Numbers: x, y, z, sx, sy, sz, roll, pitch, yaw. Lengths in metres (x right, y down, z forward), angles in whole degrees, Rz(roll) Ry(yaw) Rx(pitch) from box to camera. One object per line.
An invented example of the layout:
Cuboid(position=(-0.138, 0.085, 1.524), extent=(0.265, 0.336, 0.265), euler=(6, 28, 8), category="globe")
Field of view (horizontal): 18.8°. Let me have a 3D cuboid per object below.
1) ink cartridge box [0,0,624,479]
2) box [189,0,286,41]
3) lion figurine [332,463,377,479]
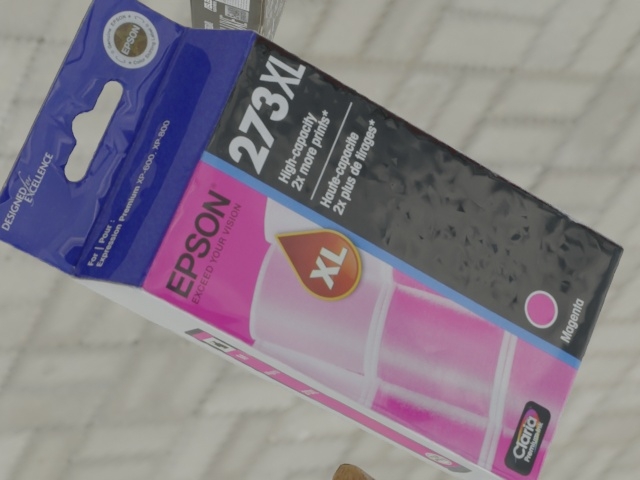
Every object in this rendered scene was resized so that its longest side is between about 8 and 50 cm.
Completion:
Cuboid(position=(0.000, 0.000, 1.171), extent=(0.371, 0.176, 0.069), euler=(28, 163, -17), category="ink cartridge box")
Cuboid(position=(-0.049, -0.308, 1.812), extent=(0.307, 0.076, 0.242), euler=(106, 3, -81), category="box")
Cuboid(position=(0.030, 0.212, 0.693), extent=(0.240, 0.142, 0.392), euler=(-54, -164, -22), category="lion figurine")
